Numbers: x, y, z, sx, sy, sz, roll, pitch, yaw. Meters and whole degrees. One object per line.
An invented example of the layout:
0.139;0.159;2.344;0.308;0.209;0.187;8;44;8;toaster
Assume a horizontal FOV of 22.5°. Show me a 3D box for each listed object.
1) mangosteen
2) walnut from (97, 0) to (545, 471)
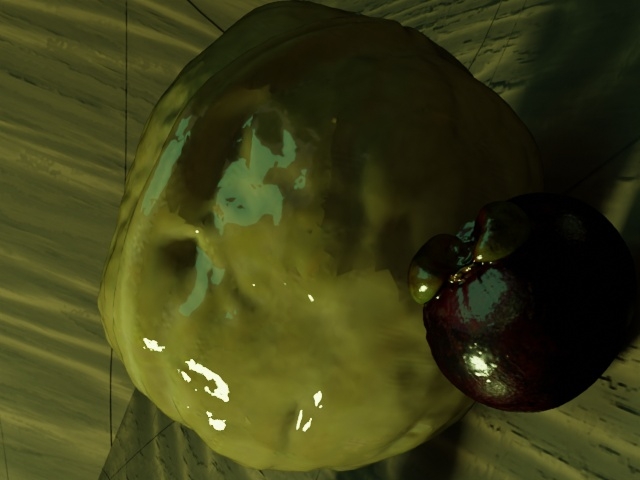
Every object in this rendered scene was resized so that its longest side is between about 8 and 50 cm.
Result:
0.129;0.036;1.055;0.152;0.152;0.152;-158;90;-78;mangosteen
0.000;0.000;1.271;0.381;0.381;0.381;-158;90;-78;walnut
